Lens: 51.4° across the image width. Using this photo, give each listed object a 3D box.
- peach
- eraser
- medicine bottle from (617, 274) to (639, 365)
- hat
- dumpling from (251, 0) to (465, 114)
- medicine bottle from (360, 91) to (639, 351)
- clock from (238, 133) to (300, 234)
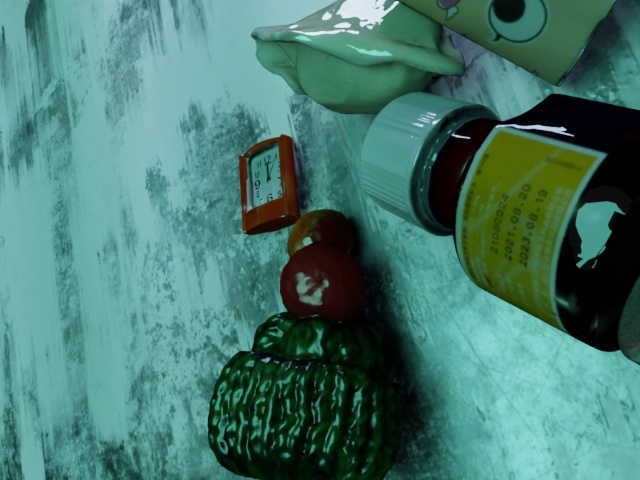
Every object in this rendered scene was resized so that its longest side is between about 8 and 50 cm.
[{"bbox_3d":[0.000,-0.001,1.031,0.100,0.100,0.101,-6,81,40],"label":"peach"},{"bbox_3d":[0.208,-0.328,0.801,0.290,0.087,0.171,33,134,10],"label":"eraser"},{"bbox_3d":[0.418,0.113,0.523,0.322,0.151,0.151,30,107,7],"label":"medicine bottle"},{"bbox_3d":[-0.010,0.170,0.949,0.274,0.242,0.332,3,77,17],"label":"hat"},{"bbox_3d":[0.040,-0.280,0.932,0.318,0.242,0.187,10,91,54],"label":"dumpling"},{"bbox_3d":[0.228,-0.060,0.765,0.395,0.242,0.243,38,110,51],"label":"medicine bottle"},{"bbox_3d":[-0.083,-0.095,1.144,0.113,0.061,0.155,-19,69,38],"label":"clock"}]
